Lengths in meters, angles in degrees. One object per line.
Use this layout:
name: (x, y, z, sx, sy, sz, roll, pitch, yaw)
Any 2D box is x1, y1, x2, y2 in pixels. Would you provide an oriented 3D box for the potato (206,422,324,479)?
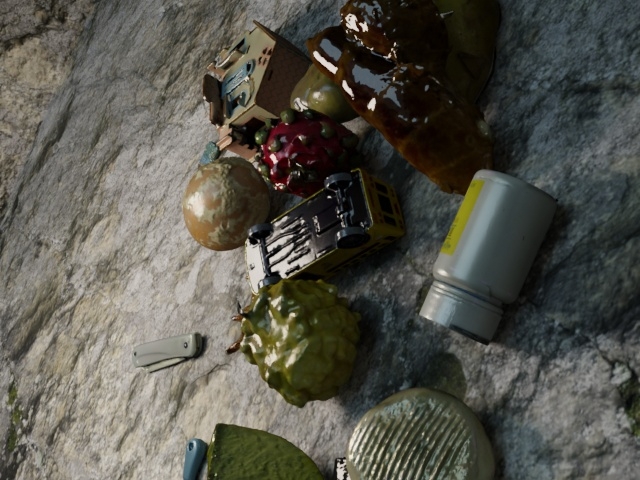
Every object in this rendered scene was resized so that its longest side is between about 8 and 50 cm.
potato: (-0.120, 0.547, 1.511, 0.330, 0.213, 0.280, -94, 16, -62)

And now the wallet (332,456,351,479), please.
wallet: (0.066, 0.523, 1.401, 0.170, 0.044, 0.321, -14, 62, 49)

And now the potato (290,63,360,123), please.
potato: (0.028, -0.316, 1.820, 0.200, 0.137, 0.154, 2, 64, 56)

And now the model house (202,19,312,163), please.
model house: (-0.147, -0.387, 2.049, 0.244, 0.169, 0.326, -28, 50, 36)

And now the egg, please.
egg: (-0.217, -0.078, 1.937, 0.245, 0.203, 0.203, 118, 149, -41)

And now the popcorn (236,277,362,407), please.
popcorn: (-0.046, 0.182, 1.574, 0.249, 0.225, 0.249, -19, 61, 40)

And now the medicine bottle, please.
medicine bottle: (0.265, 0.028, 1.352, 0.143, 0.143, 0.258, 21, 88, 53)

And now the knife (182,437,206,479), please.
knife: (-0.298, 0.550, 1.837, 0.058, 0.032, 0.244, 7, 81, 49)

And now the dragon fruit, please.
dragon fruit: (-0.014, -0.168, 1.727, 0.218, 0.273, 0.198, -34, 63, 27)

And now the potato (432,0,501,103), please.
potato: (0.197, -0.383, 1.618, 0.246, 0.196, 0.299, -6, 68, 50)

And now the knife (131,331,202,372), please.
knife: (-0.376, 0.273, 2.068, 0.266, 0.041, 0.073, -20, 67, 43)

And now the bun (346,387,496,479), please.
bun: (0.162, 0.337, 1.326, 0.237, 0.116, 0.209, 9, 69, 28)

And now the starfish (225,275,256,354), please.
starfish: (-0.129, 0.166, 1.818, 0.238, 0.057, 0.213, -19, 64, 44)

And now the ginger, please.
ginger: (0.173, -0.272, 1.466, 0.418, 0.176, 0.254, 51, 125, 9)

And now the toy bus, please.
toy bus: (0.000, 0.000, 1.674, 0.331, 0.151, 0.145, -31, 59, 34)

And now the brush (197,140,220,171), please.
brush: (-0.325, -0.172, 2.262, 0.070, 0.021, 0.196, 36, 99, 54)
